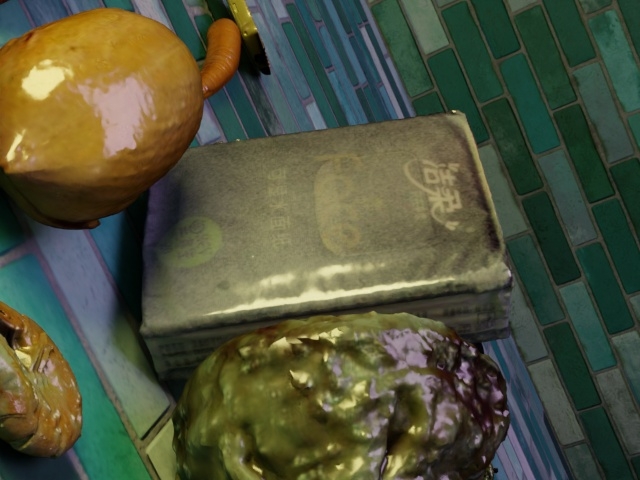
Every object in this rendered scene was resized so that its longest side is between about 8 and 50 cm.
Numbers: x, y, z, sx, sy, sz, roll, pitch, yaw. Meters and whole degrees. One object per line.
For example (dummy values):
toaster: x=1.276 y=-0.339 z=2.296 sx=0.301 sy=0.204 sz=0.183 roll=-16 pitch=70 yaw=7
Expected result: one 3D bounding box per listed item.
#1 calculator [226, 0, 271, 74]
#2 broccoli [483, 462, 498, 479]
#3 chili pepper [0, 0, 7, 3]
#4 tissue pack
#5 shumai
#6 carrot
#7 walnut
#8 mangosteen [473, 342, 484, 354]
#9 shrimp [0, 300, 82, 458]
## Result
calculator: x=-0.129 y=-0.377 z=1.673 sx=0.236 sy=0.033 sz=0.157 roll=57 pitch=9 yaw=-80
broccoli: x=0.123 y=0.355 z=1.345 sx=0.180 sy=0.242 sz=0.273 roll=47 pitch=29 yaw=-14
chili pepper: x=-0.260 y=-0.363 z=0.927 sx=0.251 sy=0.306 sz=0.229 roll=51 pitch=28 yaw=-67
tissue pack: x=0.000 y=0.000 z=1.085 sx=0.124 sy=0.395 sz=0.288 roll=82 pitch=2 yaw=-48
shumai: x=0.035 y=0.281 z=0.941 sx=0.395 sy=0.395 sz=0.348 roll=47 pitch=26 yaw=-49
carrot: x=-0.164 y=-0.276 z=1.493 sx=0.271 sy=0.062 sz=0.066 roll=-84 pitch=180 yaw=-48
walnut: x=-0.229 y=-0.121 z=0.903 sx=0.203 sy=0.203 sz=0.298 roll=64 pitch=22 yaw=-12
mangosteen: x=0.187 y=0.209 z=1.707 sx=0.243 sy=0.243 sz=0.243 roll=55 pitch=22 yaw=-35
shrimp: x=-0.267 y=0.091 z=0.779 sx=0.217 sy=0.051 sz=0.115 roll=57 pitch=14 yaw=-28
